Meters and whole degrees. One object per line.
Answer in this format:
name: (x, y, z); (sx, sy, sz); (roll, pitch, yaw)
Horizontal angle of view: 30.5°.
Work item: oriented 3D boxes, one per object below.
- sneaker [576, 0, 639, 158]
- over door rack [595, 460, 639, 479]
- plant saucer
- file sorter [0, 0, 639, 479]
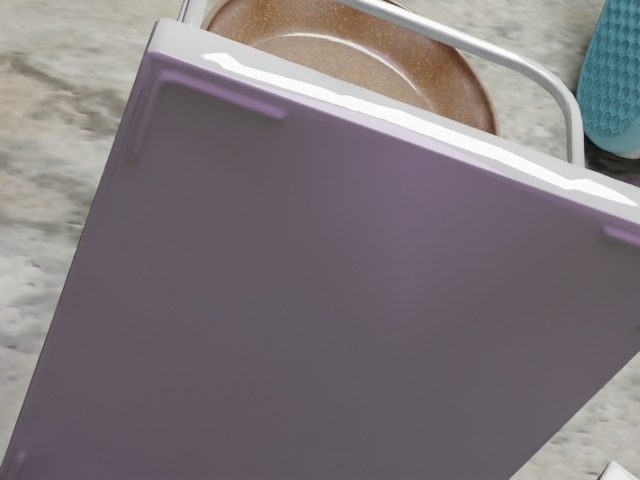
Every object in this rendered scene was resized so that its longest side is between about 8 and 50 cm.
sneaker: (0.323, -0.187, 0.801); (0.208, 0.319, 0.127); (16, 18, -24)
over door rack: (0.098, 0.284, 0.409); (0.239, 0.108, 0.324); (38, 69, 15)
plant saucer: (0.014, -0.081, 0.722); (0.198, 0.036, 0.198); (12, 53, -16)
file sorter: (0.000, 0.000, 0.502); (0.193, 0.277, 0.173); (19, 46, -11)
